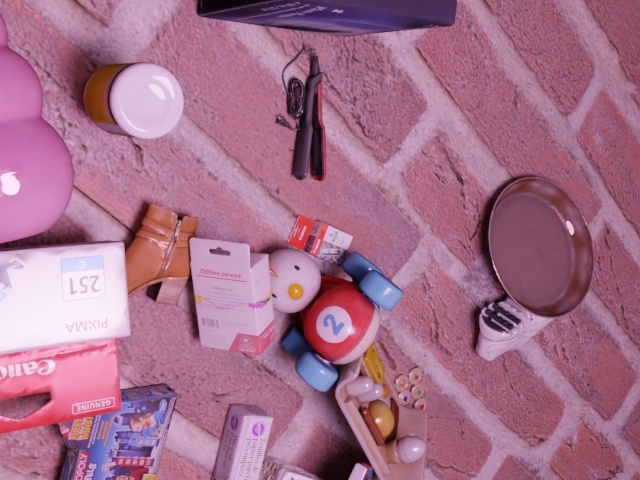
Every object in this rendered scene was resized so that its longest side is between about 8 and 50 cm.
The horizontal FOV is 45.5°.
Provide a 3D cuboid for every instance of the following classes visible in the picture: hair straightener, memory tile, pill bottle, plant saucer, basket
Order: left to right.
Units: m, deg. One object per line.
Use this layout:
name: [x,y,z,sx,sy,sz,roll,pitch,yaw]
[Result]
pill bottle: [-0.275,-0.199,1.084,0.103,0.184,0.103,-8,104,-32]
basket: [-0.053,0.483,1.426,0.167,0.103,0.113,33,81,-35]
hair straightener: [-0.030,-0.218,1.326,0.089,0.047,0.230,-3,102,-33]
memory tile: [0.161,0.336,1.592,0.148,0.012,0.113,-21,111,-28]
plant saucer: [0.471,0.018,1.660,0.311,0.050,0.310,7,75,-28]

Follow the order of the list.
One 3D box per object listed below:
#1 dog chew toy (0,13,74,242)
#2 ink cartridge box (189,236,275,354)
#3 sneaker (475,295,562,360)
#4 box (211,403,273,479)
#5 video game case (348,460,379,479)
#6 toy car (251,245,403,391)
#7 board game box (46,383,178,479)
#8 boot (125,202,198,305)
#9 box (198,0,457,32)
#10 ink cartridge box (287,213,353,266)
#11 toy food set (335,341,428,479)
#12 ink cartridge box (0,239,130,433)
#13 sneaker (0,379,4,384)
dog chew toy: [-0.446,-0.162,0.980,0.207,0.207,0.331,-18,101,-30]
ink cartridge box: [-0.144,0.081,1.252,0.067,0.115,0.198,-45,137,-58]
sneaker: [0.449,0.176,1.708,0.292,0.110,0.118,-20,134,-34]
box: [-0.162,0.459,1.372,0.063,0.067,0.323,12,94,-35]
video game case: [0.062,0.516,1.457,0.204,0.025,0.285,-63,162,-6]
toy car: [-0.028,0.093,1.312,0.238,0.210,0.219,36,94,-20]
board game box: [-0.349,0.320,1.221,0.194,0.060,0.194,15,92,-34]
boot: [-0.285,0.014,1.194,0.197,0.073,0.152,13,94,-47]
box: [0.010,-0.418,1.159,0.294,0.296,0.182,-3,101,-33]
ink cartridge box: [0.000,0.000,1.403,0.115,0.029,0.062,24,87,-35]
toy food set: [0.129,0.291,1.423,0.219,0.092,0.306,-71,141,-56]
ink cartridge box: [-0.411,0.140,1.039,0.296,0.066,0.261,-5,95,-32]
sneaker: [-0.466,0.112,1.086,0.084,0.083,0.214,-6,102,-31]
